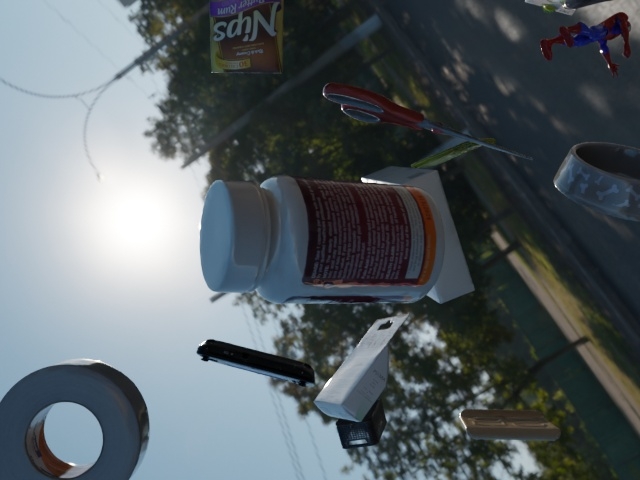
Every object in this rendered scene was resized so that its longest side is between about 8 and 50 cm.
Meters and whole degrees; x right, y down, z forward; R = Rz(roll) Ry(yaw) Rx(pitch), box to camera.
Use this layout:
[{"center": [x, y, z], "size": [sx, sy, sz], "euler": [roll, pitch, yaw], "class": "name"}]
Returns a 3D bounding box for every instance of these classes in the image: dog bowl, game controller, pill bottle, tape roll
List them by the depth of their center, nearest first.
[{"center": [-0.370, 0.290, 1.069], "size": [0.219, 0.219, 0.072], "euler": [56, 179, 1], "class": "tape roll"}, {"center": [0.000, 0.000, 1.268], "size": [0.393, 0.224, 0.224], "euler": [3, -140, -26], "class": "pill bottle"}, {"center": [-0.167, 0.333, 1.896], "size": [0.166, 0.319, 0.067], "euler": [92, -167, -65], "class": "game controller"}, {"center": [0.829, -0.171, 1.967], "size": [0.348, 0.349, 0.102], "euler": [-107, 22, -61], "class": "dog bowl"}]

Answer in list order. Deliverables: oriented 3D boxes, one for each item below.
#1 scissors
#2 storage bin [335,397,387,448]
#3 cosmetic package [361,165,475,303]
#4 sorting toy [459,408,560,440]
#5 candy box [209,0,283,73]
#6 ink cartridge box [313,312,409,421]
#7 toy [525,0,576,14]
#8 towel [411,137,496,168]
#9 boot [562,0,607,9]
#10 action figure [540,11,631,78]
[{"center": [0.143, -0.162, 0.985], "size": [0.297, 0.021, 0.109], "euler": [20, 173, 22], "class": "scissors"}, {"center": [0.131, 0.576, 2.269], "size": [0.180, 0.122, 0.084], "euler": [-40, -65, -70], "class": "storage bin"}, {"center": [0.224, -0.028, 1.729], "size": [0.377, 0.098, 0.284], "euler": [-145, 33, -78], "class": "cosmetic package"}, {"center": [0.410, 0.410, 1.575], "size": [0.208, 0.193, 0.038], "euler": [16, -106, -83], "class": "sorting toy"}, {"center": [-0.110, -0.346, 1.066], "size": [0.053, 0.109, 0.186], "euler": [-106, 16, -64], "class": "candy box"}, {"center": [0.094, 0.250, 1.414], "size": [0.056, 0.224, 0.181], "euler": [44, 161, -6], "class": "ink cartridge box"}, {"center": [0.627, -0.663, 1.902], "size": [0.137, 0.056, 0.237], "euler": [20, -175, 8], "class": "toy"}, {"center": [0.367, -0.239, 1.993], "size": [0.102, 0.237, 0.021], "euler": [-7, -97, -37], "class": "towel"}, {"center": [0.586, -0.527, 1.547], "size": [0.087, 0.119, 0.042], "euler": [-126, 26, -82], "class": "boot"}, {"center": [0.613, -0.419, 1.569], "size": [0.091, 0.280, 0.139], "euler": [-25, 90, 57], "class": "action figure"}]
